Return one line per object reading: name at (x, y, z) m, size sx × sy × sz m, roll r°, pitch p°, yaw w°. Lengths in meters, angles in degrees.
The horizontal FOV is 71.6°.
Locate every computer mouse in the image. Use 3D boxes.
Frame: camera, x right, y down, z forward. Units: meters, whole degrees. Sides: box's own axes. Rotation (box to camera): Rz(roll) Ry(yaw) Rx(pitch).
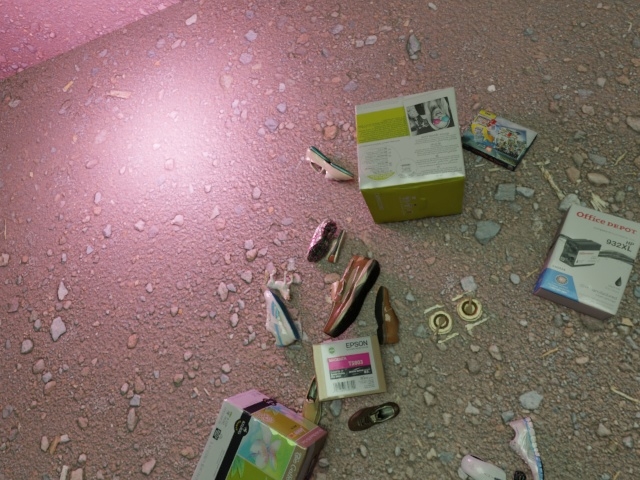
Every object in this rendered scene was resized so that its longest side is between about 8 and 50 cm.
computer mouse at (0.527, 0.727, 1.357) m, size 0.193 × 0.042 × 0.106 m, roll 18°, pitch 79°, yaw 21°

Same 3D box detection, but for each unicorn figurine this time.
unicorn figurine at (-0.154, 0.171, 1.734) m, size 0.161 × 0.060 × 0.111 m, roll 7°, pitch 75°, yaw 35°

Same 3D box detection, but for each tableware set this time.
tableware set at (0.464, 0.256, 1.531) m, size 0.194 × 0.039 × 0.128 m, roll -27°, pitch 67°, yaw 7°

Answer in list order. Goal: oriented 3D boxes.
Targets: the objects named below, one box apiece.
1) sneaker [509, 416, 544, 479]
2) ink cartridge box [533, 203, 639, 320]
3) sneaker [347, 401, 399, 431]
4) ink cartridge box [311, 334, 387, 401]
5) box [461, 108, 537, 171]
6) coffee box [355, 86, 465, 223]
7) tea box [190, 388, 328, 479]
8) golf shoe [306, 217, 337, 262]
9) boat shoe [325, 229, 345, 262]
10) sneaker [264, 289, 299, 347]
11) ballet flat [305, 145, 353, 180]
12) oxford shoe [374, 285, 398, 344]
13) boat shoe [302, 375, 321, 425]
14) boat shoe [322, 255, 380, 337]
sneaker at (0.624, 0.643, 1.350) m, size 0.082 × 0.071 × 0.191 m, roll -14°, pitch 61°, yaw 18°
ink cartridge box at (0.861, 0.067, 1.428) m, size 0.223 × 0.129 × 0.307 m, roll 22°, pitch 80°, yaw 22°
sneaker at (0.173, 0.588, 1.489) m, size 0.188 × 0.071 × 0.066 m, roll -26°, pitch 68°, yaw 6°
ink cartridge box at (0.096, 0.439, 1.523) m, size 0.234 × 0.088 × 0.193 m, roll -8°, pitch 71°, yaw -3°
box at (0.667, -0.382, 1.677) m, size 0.233 × 0.044 × 0.159 m, roll 33°, pitch 84°, yaw 23°
coffee box at (0.321, -0.280, 1.585) m, size 0.338 × 0.337 × 0.335 m, roll -6°, pitch 71°, yaw 14°
tea box at (-0.201, 0.725, 1.454) m, size 0.323 × 0.220 × 0.329 m, roll 21°, pitch 88°, yaw 20°
golf shoe at (0.000, 0.000, 1.745) m, size 0.186 × 0.067 × 0.086 m, roll -60°, pitch 25°, yaw 5°
boat shoe at (0.062, 0.020, 1.722) m, size 0.043 × 0.049 × 0.137 m, roll 16°, pitch 83°, yaw 23°
sneaker at (-0.170, 0.292, 1.679) m, size 0.092 × 0.087 × 0.229 m, roll -32°, pitch 65°, yaw 6°
ballet flat at (0.030, -0.296, 1.825) m, size 0.248 × 0.086 × 0.086 m, roll 40°, pitch 87°, yaw 25°
oxford shoe at (0.240, 0.267, 1.588) m, size 0.076 × 0.076 × 0.212 m, roll 3°, pitch 68°, yaw -14°
boat shoe at (-0.033, 0.569, 1.555) m, size 0.068 × 0.072 × 0.190 m, roll 3°, pitch 74°, yaw 17°
boat shoe at (0.096, 0.198, 1.624) m, size 0.120 × 0.122 × 0.324 m, roll 25°, pitch 73°, yaw 27°
